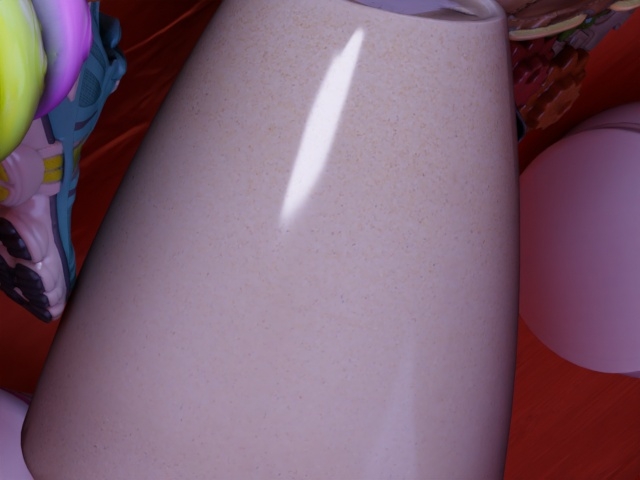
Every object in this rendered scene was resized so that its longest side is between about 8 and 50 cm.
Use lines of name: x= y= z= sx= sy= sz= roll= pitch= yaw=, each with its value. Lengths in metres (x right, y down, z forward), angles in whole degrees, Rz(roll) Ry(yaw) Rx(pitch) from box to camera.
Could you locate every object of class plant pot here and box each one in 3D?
plant pot: x=0.000 y=0.000 z=0.994 sx=0.256 sy=0.256 sz=0.274 roll=-15 pitch=125 yaw=-53

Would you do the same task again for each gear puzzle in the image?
gear puzzle: x=0.185 y=-0.143 z=1.410 sx=0.339 sy=0.044 sz=0.175 roll=-48 pitch=160 yaw=12

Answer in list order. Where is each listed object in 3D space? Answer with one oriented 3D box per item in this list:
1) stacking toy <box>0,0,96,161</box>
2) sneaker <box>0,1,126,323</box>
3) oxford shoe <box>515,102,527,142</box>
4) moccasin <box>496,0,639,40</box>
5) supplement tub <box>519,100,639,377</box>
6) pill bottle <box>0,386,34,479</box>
stacking toy: x=-0.149 y=-0.076 z=0.705 sx=0.302 sy=0.166 sz=0.175 roll=-35 pitch=120 yaw=-41
sneaker: x=-0.131 y=-0.056 z=0.910 sx=0.110 sy=0.107 sz=0.275 roll=-43 pitch=162 yaw=-28
oxford shoe: x=0.041 y=-0.089 z=1.165 sx=0.271 sy=0.098 sz=0.097 roll=-11 pitch=143 yaw=-56
moccasin: x=0.203 y=-0.204 z=1.174 sx=0.380 sy=0.139 sz=0.147 roll=-36 pitch=169 yaw=-45
supplement tub: x=0.307 y=-0.008 z=1.646 sx=0.316 sy=0.228 sz=0.228 roll=-10 pitch=142 yaw=-57
pill bottle: x=-0.166 y=0.177 z=1.213 sx=0.160 sy=0.160 sz=0.283 roll=-46 pitch=160 yaw=7
